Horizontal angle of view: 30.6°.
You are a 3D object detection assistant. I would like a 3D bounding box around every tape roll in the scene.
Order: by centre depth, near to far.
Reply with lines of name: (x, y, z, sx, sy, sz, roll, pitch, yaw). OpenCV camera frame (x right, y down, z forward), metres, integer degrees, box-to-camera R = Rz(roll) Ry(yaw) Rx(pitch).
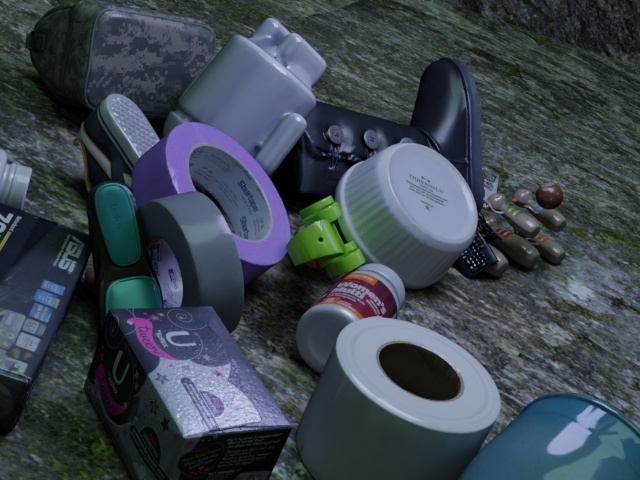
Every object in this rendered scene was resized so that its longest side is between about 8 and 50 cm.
tape roll: (0.107, 0.245, 1.624, 0.246, 0.169, 0.246, 18, 28, -10)
tape roll: (-0.196, 0.042, 1.694, 0.072, 0.219, 0.219, -15, 44, -31)
tape roll: (-0.175, -0.056, 1.910, 0.275, 0.090, 0.275, 38, 31, -29)

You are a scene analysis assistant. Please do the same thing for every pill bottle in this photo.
pill bottle: (-0.559, -0.099, 1.793, 0.215, 0.117, 0.117, 15, 28, -15)
pill bottle: (0.054, 0.120, 1.857, 0.121, 0.121, 0.221, 28, 28, 11)

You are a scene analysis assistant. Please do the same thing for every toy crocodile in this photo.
toy crocodile: (0.000, 0.000, 1.970, 0.115, 0.105, 0.340, 64, 1, -6)

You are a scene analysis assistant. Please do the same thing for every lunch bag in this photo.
lunch bag: (-0.389, -0.360, 2.289, 0.305, 0.213, 0.256, 0, 18, -42)

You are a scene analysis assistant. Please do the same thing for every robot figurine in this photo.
robot figurine: (-0.147, -0.229, 2.128, 0.300, 0.353, 0.200, 41, 2, 43)

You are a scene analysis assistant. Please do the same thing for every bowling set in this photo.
bowling set: (0.404, -0.054, 2.363, 0.287, 0.200, 0.154, -5, 37, -49)

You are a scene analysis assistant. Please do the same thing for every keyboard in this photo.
keyboard: (0.276, -0.030, 2.265, 0.100, 0.038, 0.192, -31, 74, -6)

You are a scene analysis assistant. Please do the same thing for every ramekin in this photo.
ramekin: (0.168, -0.056, 2.142, 0.272, 0.127, 0.273, 22, 49, -28)

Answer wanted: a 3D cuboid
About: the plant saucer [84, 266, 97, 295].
plant saucer: (-0.317, 0.065, 1.770, 0.083, 0.015, 0.083, 31, 24, -16)

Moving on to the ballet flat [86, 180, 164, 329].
ballet flat: (-0.284, 0.053, 1.693, 0.095, 0.096, 0.281, -5, 79, -22)

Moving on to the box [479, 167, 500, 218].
box: (0.332, -0.115, 2.578, 0.114, 0.036, 0.207, 23, 27, 2)

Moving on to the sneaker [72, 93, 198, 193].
sneaker: (-0.300, -0.082, 1.972, 0.321, 0.127, 0.126, 58, 28, 10)

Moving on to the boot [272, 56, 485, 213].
boot: (0.109, -0.233, 2.361, 0.445, 0.146, 0.367, 4, 65, -26)

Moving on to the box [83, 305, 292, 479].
box: (-0.177, 0.210, 1.500, 0.163, 0.142, 0.247, 1, 34, -36)

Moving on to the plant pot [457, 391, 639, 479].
plant pot: (0.268, 0.366, 1.457, 0.255, 0.272, 0.271, -25, 52, -36)

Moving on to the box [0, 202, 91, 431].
box: (-0.501, 0.065, 1.568, 0.318, 0.097, 0.395, 22, 26, -8)
